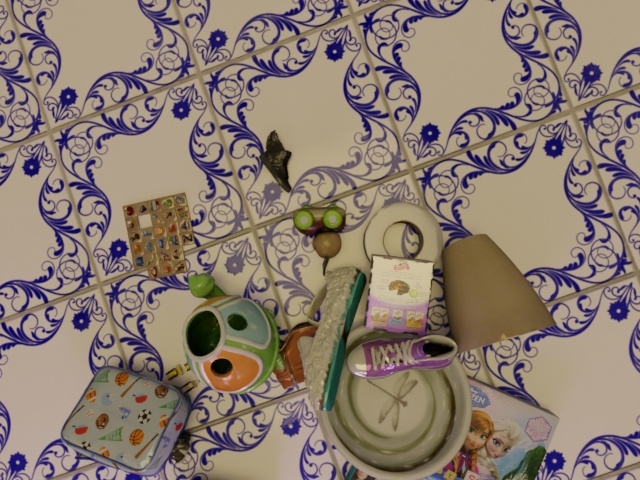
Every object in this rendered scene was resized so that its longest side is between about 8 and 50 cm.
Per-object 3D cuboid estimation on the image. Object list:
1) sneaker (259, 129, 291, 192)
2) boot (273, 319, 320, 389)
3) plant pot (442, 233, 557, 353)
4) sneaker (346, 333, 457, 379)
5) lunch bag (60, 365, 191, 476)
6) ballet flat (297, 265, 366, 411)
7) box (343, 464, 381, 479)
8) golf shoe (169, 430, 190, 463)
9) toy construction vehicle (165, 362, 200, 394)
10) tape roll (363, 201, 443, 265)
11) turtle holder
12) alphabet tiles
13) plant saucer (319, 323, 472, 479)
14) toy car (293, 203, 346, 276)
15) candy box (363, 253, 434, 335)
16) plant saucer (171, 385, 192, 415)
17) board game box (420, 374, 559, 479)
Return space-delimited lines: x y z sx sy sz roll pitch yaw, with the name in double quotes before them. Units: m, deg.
"sneaker" -0.116 -0.231 1.240 0.089 0.051 0.170 -38 83 5
"boot" -0.057 0.325 1.210 0.197 0.073 0.153 -26 89 9
"plant pot" 0.436 0.131 1.122 0.256 0.256 0.274 -16 71 2
"sneaker" 0.202 0.280 1.063 0.281 0.161 0.102 -9 66 2
"lunch bag" -0.531 0.491 1.150 0.302 0.115 0.243 13 60 14
"ballet flat" 0.017 0.245 1.120 0.146 0.147 0.409 18 55 3
"box" 0.106 0.719 1.187 0.100 0.060 0.245 29 90 3
"golf shoe" -0.477 0.589 1.214 0.197 0.077 0.094 11 96 9
"toy construction vehicle" -0.392 0.398 1.241 0.098 0.035 0.086 -36 76 -2
"tape roll" 0.232 0.003 1.204 0.218 0.072 0.220 0 87 3
"turtle holder" -0.244 0.235 1.121 0.243 0.227 0.321 -10 64 20
"alphabet tiles" -0.480 -0.009 1.271 0.198 0.009 0.238 -12 88 2
"plant saucer" 0.194 0.419 1.140 0.399 0.101 0.401 -1 65 3
"toy car" 0.000 0.000 1.186 0.148 0.155 0.189 -2 100 3
"candy box" 0.208 0.143 1.130 0.164 0.070 0.197 7 93 7
"plant saucer" -0.440 0.491 1.242 0.119 0.021 0.120 0 88 3
"board game box" 0.444 0.564 1.174 0.318 0.066 0.318 22 89 3
